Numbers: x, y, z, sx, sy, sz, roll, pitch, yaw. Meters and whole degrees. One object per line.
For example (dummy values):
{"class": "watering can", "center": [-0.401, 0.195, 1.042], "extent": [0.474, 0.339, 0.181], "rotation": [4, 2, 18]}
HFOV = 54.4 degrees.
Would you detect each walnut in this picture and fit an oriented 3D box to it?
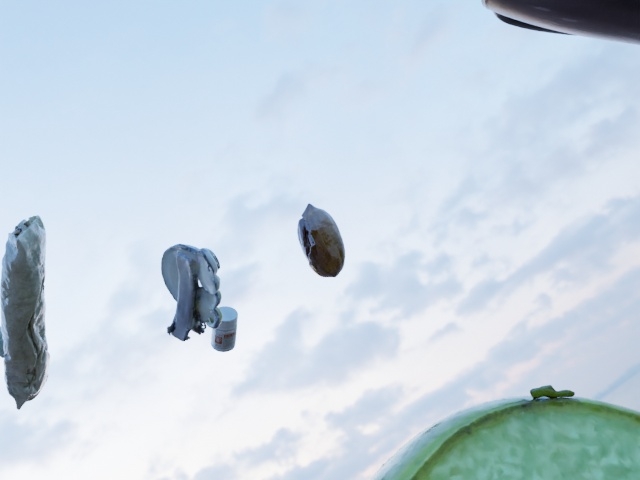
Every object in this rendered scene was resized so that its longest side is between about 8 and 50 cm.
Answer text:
{"class": "walnut", "center": [0.000, 0.000, 1.629], "extent": [0.115, 0.207, 0.116], "rotation": [-18, -5, -2]}

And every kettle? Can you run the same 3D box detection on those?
{"class": "kettle", "center": [0.334, -0.340, 0.824], "extent": [0.202, 0.232, 0.144], "rotation": [18, -90, -68]}

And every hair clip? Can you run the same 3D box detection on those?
{"class": "hair clip", "center": [-0.190, 0.069, 0.895], "extent": [0.049, 0.116, 0.172], "rotation": [-35, -39, -48]}

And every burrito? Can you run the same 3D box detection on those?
{"class": "burrito", "center": [-0.533, 0.134, 1.135], "extent": [0.076, 0.117, 0.392], "rotation": [9, -61, -7]}

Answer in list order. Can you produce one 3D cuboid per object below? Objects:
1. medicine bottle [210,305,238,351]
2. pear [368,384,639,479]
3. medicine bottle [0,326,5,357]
{"class": "medicine bottle", "center": [-0.213, 0.197, 1.378], "extent": [0.057, 0.057, 0.089], "rotation": [-15, -53, -37]}
{"class": "pear", "center": [0.131, 0.285, 0.483], "extent": [0.342, 0.239, 0.318], "rotation": [-22, -33, -23]}
{"class": "medicine bottle", "center": [-0.696, 0.230, 1.373], "extent": [0.047, 0.083, 0.047], "rotation": [-34, 21, 15]}
